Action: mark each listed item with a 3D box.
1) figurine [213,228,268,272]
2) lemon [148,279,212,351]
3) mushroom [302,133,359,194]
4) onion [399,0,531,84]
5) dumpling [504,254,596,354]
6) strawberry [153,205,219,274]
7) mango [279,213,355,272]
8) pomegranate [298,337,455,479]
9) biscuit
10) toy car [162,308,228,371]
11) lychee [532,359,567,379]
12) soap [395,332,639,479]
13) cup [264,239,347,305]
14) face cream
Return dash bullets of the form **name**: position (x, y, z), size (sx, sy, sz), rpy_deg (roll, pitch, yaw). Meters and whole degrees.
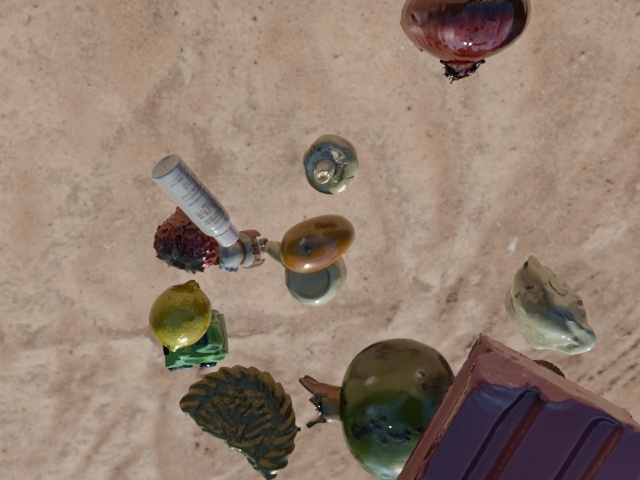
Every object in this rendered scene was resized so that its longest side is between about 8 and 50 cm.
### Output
- **figurine**: position (-0.279, 0.038, 2.135), size (0.143, 0.143, 0.271), rpy_deg (-36, 171, 25)
- **lemon**: position (-0.395, 0.210, 1.751), size (0.174, 0.173, 0.206), rpy_deg (19, 95, -37)
- **mushroom**: position (0.024, -0.192, 1.569), size (0.154, 0.122, 0.154), rpy_deg (10, 121, 17)
- **onion**: position (0.388, -0.566, 1.652), size (0.348, 0.347, 0.285), rpy_deg (-7, 118, -11)
- **dumpling**: position (0.606, 0.202, 1.713), size (0.187, 0.318, 0.242), rpy_deg (4, 133, -23)
- **strawberry**: position (-0.386, -0.034, 1.835), size (0.205, 0.244, 0.205), rpy_deg (11, 153, 6)
- **mango**: position (0.003, 0.000, 1.674), size (0.254, 0.139, 0.176), rpy_deg (-28, -173, -43)
- **pomegranate**: position (0.122, 0.335, 1.216), size (0.324, 0.290, 0.290), rpy_deg (2, 141, -7)
- **biscuit**: position (-0.160, 0.371, 1.344), size (0.187, 0.274, 0.036), rpy_deg (-54, 169, -19)
- **toy car**: position (-0.427, 0.331, 2.121), size (0.177, 0.213, 0.359), rpy_deg (-16, 166, 27)
- **lychee**: position (0.517, 0.344, 1.468), size (0.129, 0.123, 0.123), rpy_deg (-2, 142, -12)
- **soap**: position (0.224, 0.331, 0.795), size (0.233, 0.128, 0.359), rpy_deg (28, 99, 4)
- **cup**: position (-0.036, 0.070, 1.877), size (0.173, 0.255, 0.202), rpy_deg (-35, 178, 10)
- **face cream**: position (-0.286, -0.084, 1.457), size (0.082, 0.082, 0.269), rpy_deg (-25, 130, 13)
